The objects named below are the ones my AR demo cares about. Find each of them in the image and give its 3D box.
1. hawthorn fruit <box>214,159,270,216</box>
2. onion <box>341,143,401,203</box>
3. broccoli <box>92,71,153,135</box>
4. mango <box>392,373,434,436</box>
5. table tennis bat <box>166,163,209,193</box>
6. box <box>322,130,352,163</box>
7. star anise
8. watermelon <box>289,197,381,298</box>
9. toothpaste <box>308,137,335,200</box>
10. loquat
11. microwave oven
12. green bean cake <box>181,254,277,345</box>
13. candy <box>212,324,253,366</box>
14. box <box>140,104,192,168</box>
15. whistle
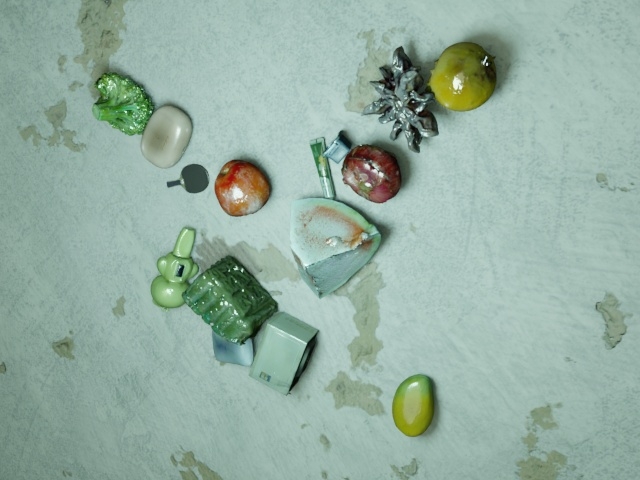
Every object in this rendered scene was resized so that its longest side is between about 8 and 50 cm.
[{"bbox_3d":[-0.237,-0.159,1.812,0.172,0.173,0.173,5,104,19],"label":"hawthorn fruit"},{"bbox_3d":[0.155,-0.194,1.680,0.184,0.147,0.184,33,145,26],"label":"onion"},{"bbox_3d":[-0.638,-0.420,1.884,0.194,0.194,0.220,-22,98,24],"label":"broccoli"},{"bbox_3d":[0.283,0.495,1.813,0.130,0.092,0.195,22,105,16],"label":"mango"},{"bbox_3d":[-0.432,-0.196,1.956,0.158,0.014,0.095,-10,100,21],"label":"table tennis bat"},{"bbox_3d":[0.051,-0.263,1.717,0.054,0.099,0.074,40,113,-9],"label":"box"},{"bbox_3d":[0.218,-0.366,1.599,0.212,0.129,0.283,8,120,50],"label":"star anise"},{"bbox_3d":[0.000,0.000,1.733,0.320,0.213,0.290,-36,87,36],"label":"watermelon"},{"bbox_3d":[0.011,-0.200,1.780,0.049,0.031,0.204,-12,97,22],"label":"toothpaste"},{"bbox_3d":[0.355,-0.414,1.537,0.204,0.149,0.172,-10,100,39],"label":"loquat"},{"bbox_3d":[-0.115,0.356,1.908,0.163,0.129,0.205,26,111,11],"label":"microwave oven"},{"bbox_3d":[-0.270,0.186,1.864,0.255,0.241,0.132,45,109,6],"label":"green bean cake"},{"bbox_3d":[-0.290,0.339,1.983,0.174,0.071,0.138,-2,95,42],"label":"candy"},{"bbox_3d":[-0.489,-0.327,1.905,0.146,0.088,0.200,36,111,8],"label":"box"},{"bbox_3d":[-0.484,0.099,2.005,0.141,0.141,0.294,13,88,17],"label":"whistle"}]
